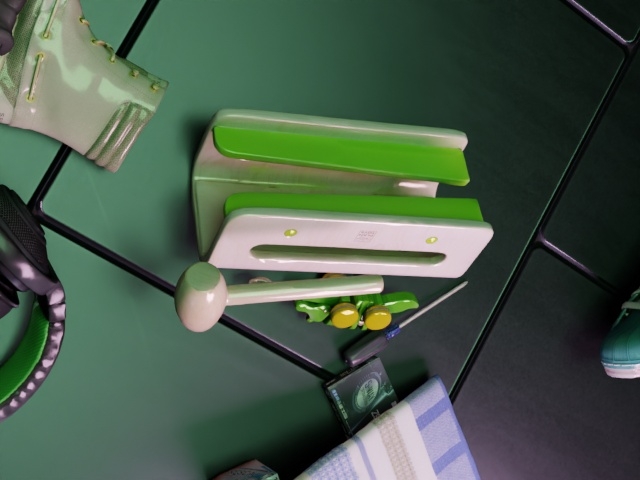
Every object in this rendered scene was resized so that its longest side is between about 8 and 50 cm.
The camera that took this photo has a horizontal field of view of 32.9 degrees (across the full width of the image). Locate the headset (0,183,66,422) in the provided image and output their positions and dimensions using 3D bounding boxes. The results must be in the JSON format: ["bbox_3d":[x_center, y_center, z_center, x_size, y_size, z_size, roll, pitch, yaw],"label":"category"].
[{"bbox_3d":[-0.352,-0.001,0.906,0.243,0.185,0.394,-14,128,-25],"label":"headset"}]

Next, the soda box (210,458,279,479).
[{"bbox_3d":[-0.053,0.321,1.106,0.058,0.063,0.183,-22,102,-22],"label":"soda box"}]

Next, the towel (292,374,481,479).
[{"bbox_3d":[0.060,0.296,1.126,0.285,0.034,0.209,-31,107,-34],"label":"towel"}]

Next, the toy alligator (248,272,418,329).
[{"bbox_3d":[0.009,0.068,1.121,0.189,0.056,0.051,5,133,-21],"label":"toy alligator"}]

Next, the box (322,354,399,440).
[{"bbox_3d":[0.048,0.175,1.158,0.067,0.018,0.083,-27,104,-17],"label":"box"}]

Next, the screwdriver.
[{"bbox_3d":[0.094,0.084,1.169,0.170,0.024,0.025,-34,134,-17],"label":"screwdriver"}]

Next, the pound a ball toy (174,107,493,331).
[{"bbox_3d":[0.000,0.000,1.046,0.319,0.136,0.208,2,58,-21],"label":"pound a ball toy"}]

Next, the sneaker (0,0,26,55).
[{"bbox_3d":[-0.369,-0.263,0.907,0.286,0.109,0.130,26,77,-7],"label":"sneaker"}]

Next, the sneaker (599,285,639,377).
[{"bbox_3d":[0.421,0.041,1.252,0.302,0.108,0.121,-33,104,-24],"label":"sneaker"}]

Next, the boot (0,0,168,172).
[{"bbox_3d":[-0.213,-0.186,0.999,0.165,0.077,0.213,25,90,-20],"label":"boot"}]
